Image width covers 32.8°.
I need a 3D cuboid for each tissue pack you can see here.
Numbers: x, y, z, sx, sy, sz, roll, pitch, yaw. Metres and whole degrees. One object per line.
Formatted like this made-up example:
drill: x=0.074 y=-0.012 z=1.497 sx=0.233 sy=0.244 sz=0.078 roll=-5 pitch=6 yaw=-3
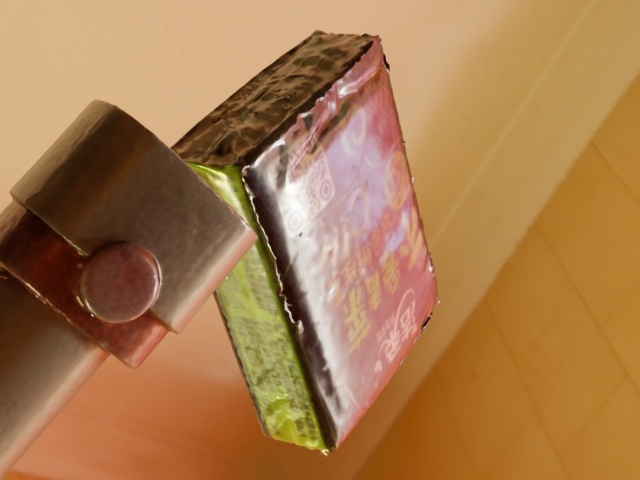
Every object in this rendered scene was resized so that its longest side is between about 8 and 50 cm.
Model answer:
tissue pack: x=0.000 y=0.000 z=0.726 sx=0.073 sy=0.173 sz=0.235 roll=10 pitch=-48 yaw=33

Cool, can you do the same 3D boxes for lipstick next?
lipstick: x=-0.101 y=0.049 z=0.314 sx=0.063 sy=0.057 sz=0.186 roll=44 pitch=-100 yaw=-27
